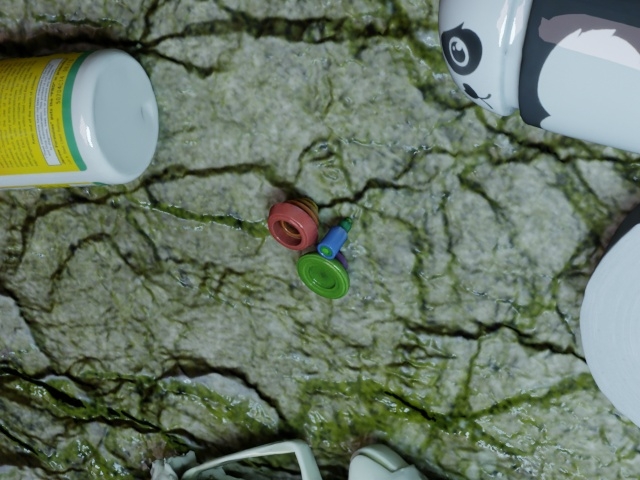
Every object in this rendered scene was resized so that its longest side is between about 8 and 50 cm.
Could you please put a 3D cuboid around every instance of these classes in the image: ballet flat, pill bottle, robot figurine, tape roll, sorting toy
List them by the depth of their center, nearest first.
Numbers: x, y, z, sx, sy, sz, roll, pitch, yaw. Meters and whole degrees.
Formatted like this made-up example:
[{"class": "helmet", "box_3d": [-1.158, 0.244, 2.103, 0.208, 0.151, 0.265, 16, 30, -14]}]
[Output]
[{"class": "robot figurine", "box_3d": [0.219, -0.145, 1.077, 0.278, 0.173, 0.209, 17, 119, 17]}, {"class": "tape roll", "box_3d": [0.315, 0.061, 1.194, 0.219, 0.072, 0.219, 10, 117, 21]}, {"class": "sorting toy", "box_3d": [0.000, 0.000, 1.341, 0.061, 0.042, 0.102, -12, 121, 46]}, {"class": "pill bottle", "box_3d": [-0.258, -0.103, 1.362, 0.208, 0.117, 0.117, -2, 113, 26]}, {"class": "ballet flat", "box_3d": [0.003, 0.248, 1.406, 0.409, 0.147, 0.147, -3, 112, 27]}]
